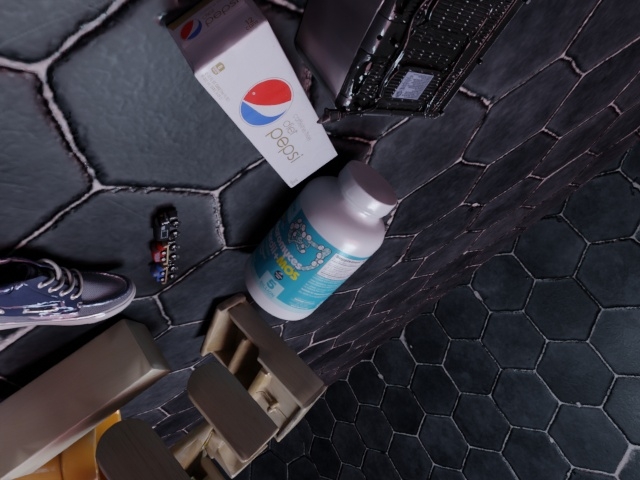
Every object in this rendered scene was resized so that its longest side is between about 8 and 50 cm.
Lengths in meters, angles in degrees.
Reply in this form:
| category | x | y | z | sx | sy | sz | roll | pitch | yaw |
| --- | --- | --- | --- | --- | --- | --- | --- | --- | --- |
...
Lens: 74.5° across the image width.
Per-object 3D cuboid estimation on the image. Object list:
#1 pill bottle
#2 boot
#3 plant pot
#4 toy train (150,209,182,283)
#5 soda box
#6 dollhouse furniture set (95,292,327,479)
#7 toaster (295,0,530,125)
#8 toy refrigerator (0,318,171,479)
| category | x | y | z | sx | sy | sz | roll | pitch | yaw |
| --- | --- | --- | --- | --- | --- | --- | --- | --- | --- |
| pill bottle | 0.000 | 0.000 | 0.666 | 0.146 | 0.146 | 0.264 | -1 | 141 | -49 |
| boot | -0.313 | 0.057 | 0.497 | 0.190 | 0.069 | 0.086 | -7 | 149 | -39 |
| plant pot | -0.499 | 0.399 | 0.798 | 0.188 | 0.205 | 0.205 | -7 | 149 | -15 |
| toy train | -0.216 | 0.014 | 0.583 | 0.036 | 0.027 | 0.158 | -13 | 149 | -29 |
| soda box | -0.054 | -0.141 | 0.430 | 0.074 | 0.069 | 0.216 | -34 | 156 | 5 |
| dollhouse furniture set | -0.220 | 0.307 | 0.724 | 0.394 | 0.256 | 0.362 | -29 | 155 | -46 |
| toaster | 0.079 | -0.209 | 0.405 | 0.185 | 0.110 | 0.168 | -12 | 148 | -38 |
| toy refrigerator | -0.394 | 0.254 | 0.686 | 0.269 | 0.102 | 0.094 | -36 | 164 | -9 |
